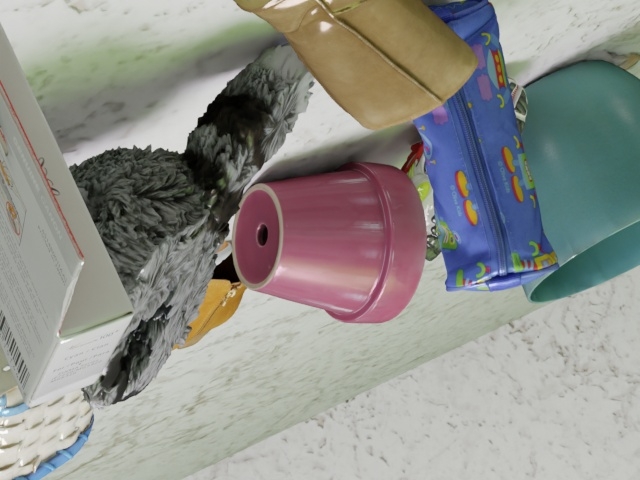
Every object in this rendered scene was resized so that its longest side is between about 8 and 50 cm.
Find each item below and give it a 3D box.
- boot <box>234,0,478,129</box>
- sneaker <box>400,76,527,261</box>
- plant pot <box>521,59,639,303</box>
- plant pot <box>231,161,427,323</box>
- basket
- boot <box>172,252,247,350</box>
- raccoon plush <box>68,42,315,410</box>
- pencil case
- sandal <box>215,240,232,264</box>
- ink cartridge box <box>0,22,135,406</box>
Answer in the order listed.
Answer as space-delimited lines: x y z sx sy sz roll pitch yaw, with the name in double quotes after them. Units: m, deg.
0.071 -0.210 1.286 0.236 0.089 0.269 -19 152 23 "boot"
0.149 -0.104 1.850 0.107 0.118 0.279 23 118 -23 "sneaker"
0.348 -0.090 1.927 0.293 0.235 0.293 -23 165 -7 "plant pot"
0.000 0.000 1.800 0.180 0.201 0.201 3 151 -30 "plant pot"
-0.387 0.216 1.737 0.255 0.201 0.289 -30 144 -56 "basket"
-0.222 0.094 1.918 0.295 0.104 0.211 -20 159 -39 "boot"
-0.237 -0.043 1.423 0.446 0.299 0.216 -53 162 -30 "raccoon plush"
0.148 -0.095 1.490 0.119 0.306 0.133 -14 -174 10 "pencil case"
-0.231 0.019 1.671 0.265 0.076 0.102 -16 -170 10 "sandal"
-0.215 -0.065 1.025 0.066 0.296 0.261 -19 163 -27 "ink cartridge box"
